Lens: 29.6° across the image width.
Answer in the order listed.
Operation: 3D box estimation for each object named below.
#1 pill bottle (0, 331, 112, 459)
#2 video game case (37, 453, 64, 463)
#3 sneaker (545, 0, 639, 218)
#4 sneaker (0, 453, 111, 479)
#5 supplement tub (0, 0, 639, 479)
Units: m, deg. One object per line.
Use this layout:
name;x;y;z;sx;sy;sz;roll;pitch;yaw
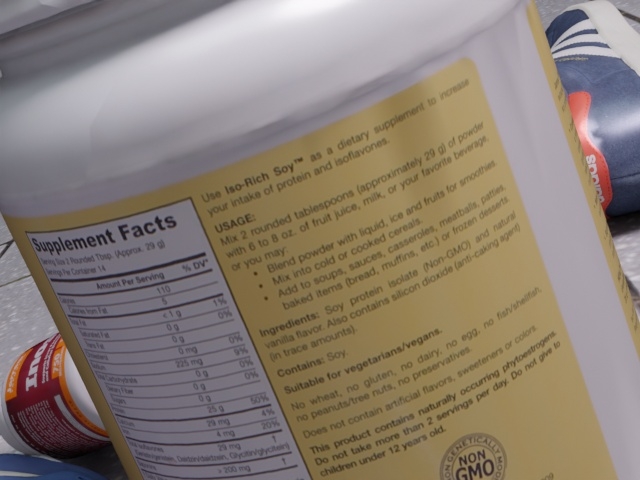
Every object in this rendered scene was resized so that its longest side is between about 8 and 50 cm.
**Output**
pill bottle;-0.165;0.103;0.830;0.152;0.086;0.086;-27;7;48
video game case;-0.199;0.204;0.685;0.206;0.026;0.227;-31;19;-29
sneaker;0.193;-0.108;0.990;0.148;0.131;0.350;-16;16;3
sneaker;-0.203;0.150;0.604;0.296;0.112;0.131;-18;14;24
supplement tub;0.000;0.000;0.528;0.241;0.331;0.241;-20;16;6
